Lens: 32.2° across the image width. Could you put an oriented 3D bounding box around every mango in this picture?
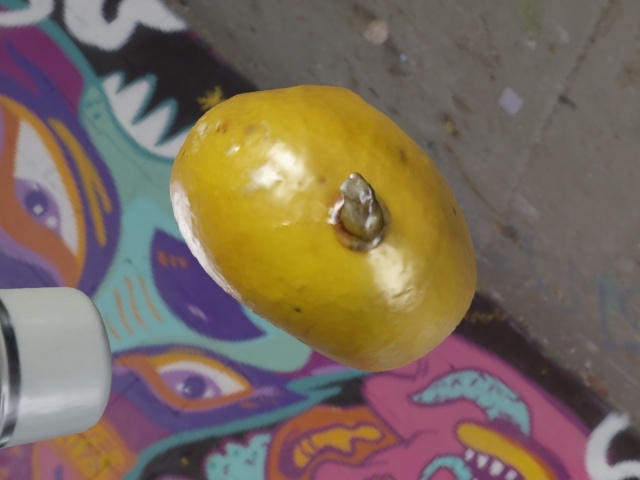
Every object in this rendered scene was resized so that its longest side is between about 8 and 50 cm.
[{"bbox_3d":[0.000,0.000,0.614,0.176,0.119,0.317,33,170,6],"label":"mango"}]

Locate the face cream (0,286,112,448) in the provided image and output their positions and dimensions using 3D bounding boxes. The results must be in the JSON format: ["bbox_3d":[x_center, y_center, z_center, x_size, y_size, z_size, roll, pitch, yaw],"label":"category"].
[{"bbox_3d":[-0.252,0.070,0.509,0.089,0.314,0.143,6,97,52],"label":"face cream"}]
